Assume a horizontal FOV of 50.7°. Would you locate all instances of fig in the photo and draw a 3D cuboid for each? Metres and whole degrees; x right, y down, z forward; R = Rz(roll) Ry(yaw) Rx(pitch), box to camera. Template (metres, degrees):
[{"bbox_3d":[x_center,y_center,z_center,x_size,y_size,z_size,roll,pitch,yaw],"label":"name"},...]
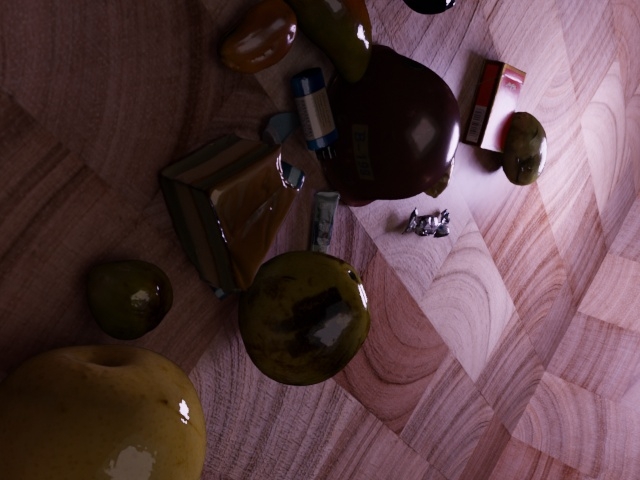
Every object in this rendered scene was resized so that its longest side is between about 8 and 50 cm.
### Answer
[{"bbox_3d":[-0.315,0.096,1.129,0.136,0.121,0.153,-51,139,-28],"label":"fig"}]

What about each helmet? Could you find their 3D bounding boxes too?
[{"bbox_3d":[0.187,-0.227,1.496,0.337,0.230,0.385,-32,128,-38],"label":"helmet"}]

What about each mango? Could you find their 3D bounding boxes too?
[{"bbox_3d":[-0.112,-0.355,1.191,0.159,0.084,0.105,-34,134,-7],"label":"mango"},{"bbox_3d":[0.025,-0.425,1.283,0.289,0.129,0.146,38,40,-61],"label":"mango"}]

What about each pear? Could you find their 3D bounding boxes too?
[{"bbox_3d":[-0.029,0.155,1.377,0.283,0.283,0.283,-25,126,-41],"label":"pear"},{"bbox_3d":[-0.339,0.319,1.036,0.348,0.348,0.348,-25,126,-41],"label":"pear"}]

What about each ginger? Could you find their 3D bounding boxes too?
[{"bbox_3d":[0.313,-0.215,1.769,0.115,0.081,0.205,7,95,-84],"label":"ginger"}]

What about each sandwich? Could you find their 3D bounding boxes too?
[{"bbox_3d":[-0.148,-0.055,1.229,0.198,0.155,0.227,-38,133,-33],"label":"sandwich"}]

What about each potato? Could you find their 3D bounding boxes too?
[{"bbox_3d":[0.609,-0.270,2.047,0.248,0.143,0.169,74,21,-48],"label":"potato"}]

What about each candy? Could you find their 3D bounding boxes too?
[{"bbox_3d":[0.292,-0.049,1.854,0.226,0.051,0.094,-6,101,-51],"label":"candy"}]

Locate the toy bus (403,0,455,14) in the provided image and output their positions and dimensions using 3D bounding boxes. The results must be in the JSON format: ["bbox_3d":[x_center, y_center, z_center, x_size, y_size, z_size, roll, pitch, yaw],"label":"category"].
[{"bbox_3d":[0.202,-0.614,1.403,0.302,0.127,0.147,33,78,-52],"label":"toy bus"}]

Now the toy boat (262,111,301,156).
[{"bbox_3d":[-0.070,-0.227,1.350,0.122,0.034,0.096,-54,147,-32],"label":"toy boat"}]

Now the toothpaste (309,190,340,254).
[{"bbox_3d":[0.000,0.000,1.530,0.060,0.038,0.233,1,107,-23],"label":"toothpaste"}]

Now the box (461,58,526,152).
[{"bbox_3d":[0.493,-0.377,1.920,0.153,0.074,0.240,2,107,-47],"label":"box"}]

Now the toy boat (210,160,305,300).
[{"bbox_3d":[-0.135,-0.023,1.316,0.062,0.096,0.299,34,83,-41],"label":"toy boat"}]

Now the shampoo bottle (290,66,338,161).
[{"bbox_3d":[-0.008,-0.249,1.363,0.087,0.050,0.183,-41,125,-45],"label":"shampoo bottle"}]
